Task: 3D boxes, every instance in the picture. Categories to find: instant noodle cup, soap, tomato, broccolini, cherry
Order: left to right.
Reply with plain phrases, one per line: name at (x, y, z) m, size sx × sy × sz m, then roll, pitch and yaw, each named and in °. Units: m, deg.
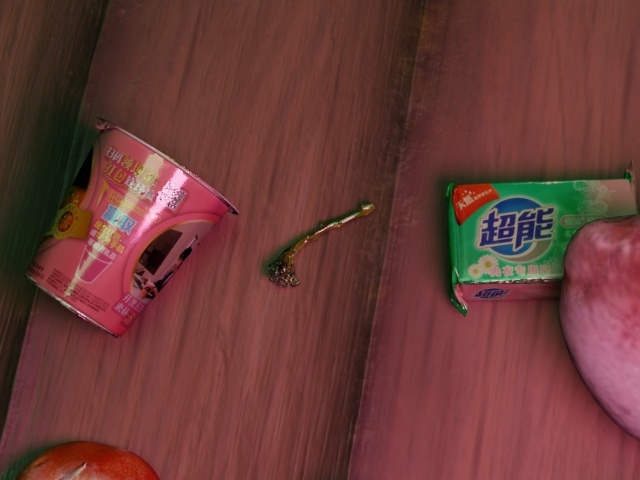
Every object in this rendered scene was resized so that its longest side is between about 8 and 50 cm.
tomato at (-0.322, 0.382, 1.877) m, size 0.237 × 0.095 × 0.236 m, roll -2°, pitch 71°, yaw 4°
instant noodle cup at (-0.281, -0.007, 1.956) m, size 0.244 × 0.244 × 0.255 m, roll 33°, pitch 83°, yaw 15°
broccolini at (-0.005, -0.003, 2.016) m, size 0.194 × 0.054 × 0.052 m, roll -41°, pitch 54°, yaw -12°
soap at (0.316, -0.004, 1.959) m, size 0.273 × 0.098 × 0.217 m, roll -1°, pitch 64°, yaw 2°
cherry at (0.467, 0.121, 1.786) m, size 0.335 × 0.326 × 0.291 m, roll 10°, pitch 46°, yaw 3°
